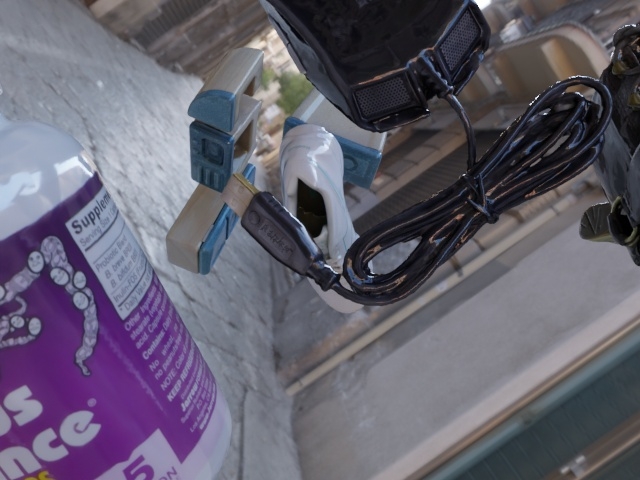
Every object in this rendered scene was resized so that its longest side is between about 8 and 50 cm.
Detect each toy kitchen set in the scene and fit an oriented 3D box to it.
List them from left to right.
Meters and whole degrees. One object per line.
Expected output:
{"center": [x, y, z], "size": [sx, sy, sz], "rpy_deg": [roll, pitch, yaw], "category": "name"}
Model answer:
{"center": [-0.044, -0.044, 0.576], "size": [0.166, 0.122, 0.207], "rpy_deg": [23, -31, 4], "category": "toy kitchen set"}

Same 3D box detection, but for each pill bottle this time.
{"center": [-0.185, 0.037, 0.368], "size": [0.169, 0.169, 0.301], "rpy_deg": [-124, -170, -65], "category": "pill bottle"}

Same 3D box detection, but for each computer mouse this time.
{"center": [0.005, -0.092, 0.350], "size": [0.262, 0.184, 0.060], "rpy_deg": [48, -1, 7], "category": "computer mouse"}

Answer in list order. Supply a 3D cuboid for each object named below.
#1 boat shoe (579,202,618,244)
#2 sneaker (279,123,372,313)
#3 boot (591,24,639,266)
{"center": [0.343, -0.018, 0.674], "size": [0.048, 0.056, 0.153], "rpy_deg": [15, -9, -12], "category": "boat shoe"}
{"center": [0.000, 0.000, 0.435], "size": [0.061, 0.054, 0.152], "rpy_deg": [-80, 157, -53], "category": "sneaker"}
{"center": [0.184, -0.014, 0.289], "size": [0.263, 0.091, 0.229], "rpy_deg": [65, 14, -61], "category": "boot"}
